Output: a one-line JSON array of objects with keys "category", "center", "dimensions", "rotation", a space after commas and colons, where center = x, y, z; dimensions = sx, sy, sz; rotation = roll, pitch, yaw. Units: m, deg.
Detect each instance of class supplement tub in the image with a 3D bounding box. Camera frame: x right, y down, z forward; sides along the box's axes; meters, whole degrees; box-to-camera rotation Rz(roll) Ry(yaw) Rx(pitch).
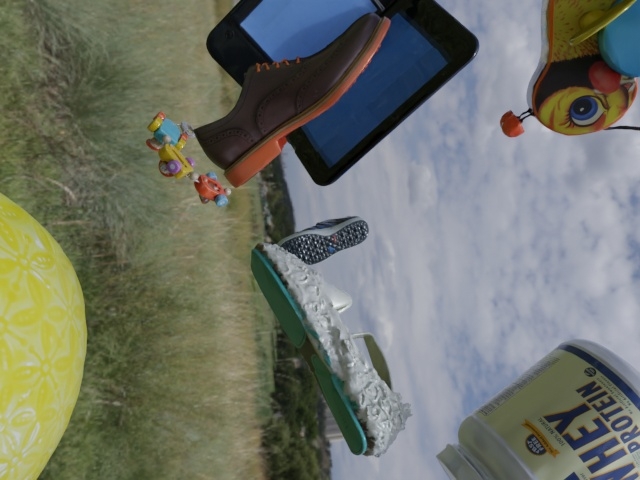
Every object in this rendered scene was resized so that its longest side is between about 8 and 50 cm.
[{"category": "supplement tub", "center": [0.382, 0.343, 0.894], "dimensions": [0.235, 0.325, 0.235], "rotation": [54, -7, 9]}]

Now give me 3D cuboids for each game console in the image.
[{"category": "game console", "center": [0.018, -0.274, 0.755], "dimensions": [0.250, 0.293, 0.173], "rotation": [43, 15, -24]}]

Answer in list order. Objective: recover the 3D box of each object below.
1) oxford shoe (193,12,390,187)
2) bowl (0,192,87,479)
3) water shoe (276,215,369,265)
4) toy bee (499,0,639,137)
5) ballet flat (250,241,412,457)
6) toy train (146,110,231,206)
[{"category": "oxford shoe", "center": [-0.036, -0.184, 0.642], "dimensions": [0.098, 0.271, 0.097], "rotation": [47, 8, -13]}, {"category": "bowl", "center": [-0.259, 0.109, 0.269], "dimensions": [0.156, 0.290, 0.289], "rotation": [49, -29, 43]}, {"category": "water shoe", "center": [0.000, 0.000, 1.117], "dimensions": [0.080, 0.203, 0.072], "rotation": [-148, -134, -66]}, {"category": "toy bee", "center": [0.233, -0.159, 0.475], "dimensions": [0.195, 0.162, 0.298], "rotation": [3, 73, -71]}, {"category": "ballet flat", "center": [0.020, 0.170, 0.946], "dimensions": [0.408, 0.147, 0.147], "rotation": [60, -11, 13]}, {"category": "toy train", "center": [-0.212, -0.120, 0.836], "dimensions": [0.166, 0.046, 0.125], "rotation": [60, 18, 22]}]
